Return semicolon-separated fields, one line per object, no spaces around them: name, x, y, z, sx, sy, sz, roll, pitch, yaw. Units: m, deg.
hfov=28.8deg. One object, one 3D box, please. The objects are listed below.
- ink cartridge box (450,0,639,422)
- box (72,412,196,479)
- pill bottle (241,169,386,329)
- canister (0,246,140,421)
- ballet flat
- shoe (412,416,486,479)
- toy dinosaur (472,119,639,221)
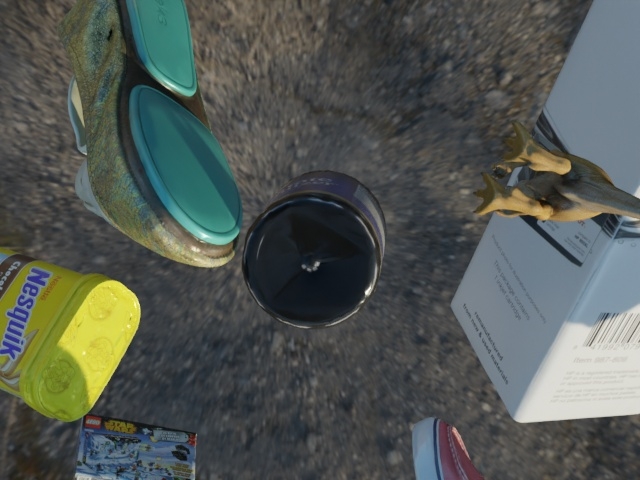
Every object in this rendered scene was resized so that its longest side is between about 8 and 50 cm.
ink cartridge box;0.330;-0.033;1.120;0.286;0.166;0.394;0;130;-25
box;-0.212;0.251;1.433;0.137;0.094;0.027;13;127;-13
pill bottle;0.000;0.000;1.174;0.123;0.219;0.122;1;101;4
canister;-0.257;0.076;1.097;0.170;0.073;0.126;14;68;38
ballet flat;-0.139;-0.082;0.937;0.123;0.348;0.123;-9;136;-9
shoe;0.118;0.185;0.790;0.081;0.063;0.178;-23;58;15
toy dinosaur;0.166;-0.032;0.791;0.112;0.211;0.064;12;96;-25
